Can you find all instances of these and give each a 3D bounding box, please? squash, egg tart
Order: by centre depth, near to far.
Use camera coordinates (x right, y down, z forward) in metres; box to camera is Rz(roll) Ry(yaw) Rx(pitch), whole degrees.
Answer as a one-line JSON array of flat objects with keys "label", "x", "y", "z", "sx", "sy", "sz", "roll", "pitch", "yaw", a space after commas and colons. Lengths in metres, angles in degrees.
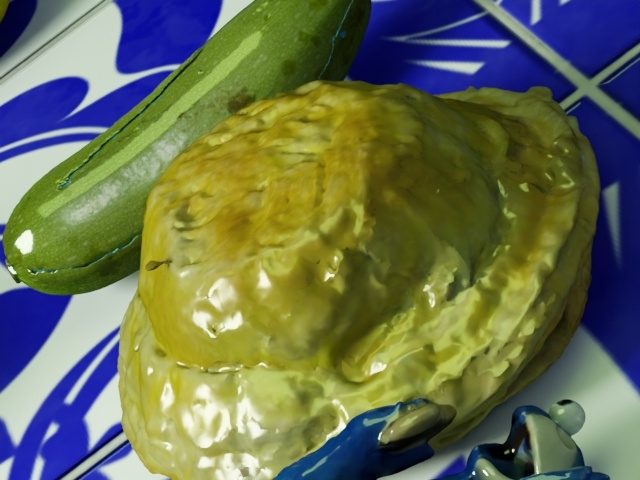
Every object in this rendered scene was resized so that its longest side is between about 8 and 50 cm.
[{"label": "egg tart", "x": 0.000, "y": 0.000, "z": 0.982, "sx": 0.319, "sy": 0.128, "sz": 0.319, "roll": -24, "pitch": 34, "yaw": 18}, {"label": "squash", "x": -0.060, "y": -0.079, "z": 1.156, "sx": 0.341, "sy": 0.094, "sz": 0.094, "roll": -42, "pitch": 35, "yaw": -6}]

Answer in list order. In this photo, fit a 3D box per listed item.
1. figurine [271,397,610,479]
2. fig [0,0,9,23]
[{"label": "figurine", "x": 0.019, "y": 0.160, "z": 0.803, "sx": 0.262, "sy": 0.120, "sz": 0.164, "roll": -27, "pitch": 17, "yaw": -5}, {"label": "fig", "x": -0.420, "y": -0.267, "z": 1.471, "sx": 0.343, "sy": 0.343, "sz": 0.343, "roll": -23, "pitch": 37, "yaw": 19}]
